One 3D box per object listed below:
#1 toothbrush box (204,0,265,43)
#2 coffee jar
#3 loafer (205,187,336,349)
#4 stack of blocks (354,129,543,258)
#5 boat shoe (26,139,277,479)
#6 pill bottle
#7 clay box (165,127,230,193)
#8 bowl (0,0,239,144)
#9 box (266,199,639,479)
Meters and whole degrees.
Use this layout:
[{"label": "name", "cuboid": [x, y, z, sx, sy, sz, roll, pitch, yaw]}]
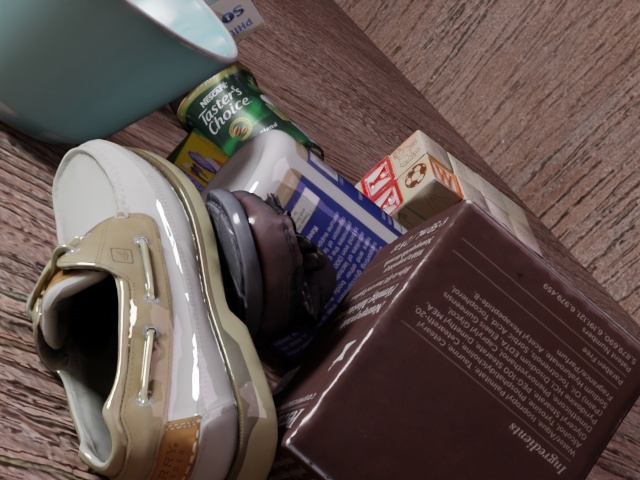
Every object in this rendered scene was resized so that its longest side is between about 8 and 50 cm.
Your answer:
[{"label": "toothbrush box", "cuboid": [-0.201, -0.349, 1.759, 0.295, 0.126, 0.216, 54, 4, -36]}, {"label": "coffee jar", "cuboid": [-0.085, -0.123, 1.777, 0.184, 0.096, 0.079, 48, 10, 30]}, {"label": "loafer", "cuboid": [-0.031, 0.021, 1.155, 0.302, 0.095, 0.109, 120, -43, -76]}, {"label": "stack of blocks", "cuboid": [0.153, 0.034, 1.762, 0.297, 0.171, 0.087, 35, 25, -31]}, {"label": "boat shoe", "cuboid": [-0.125, 0.035, 1.028, 0.103, 0.113, 0.302, 6, 34, -32]}, {"label": "pill bottle", "cuboid": [0.015, 0.041, 1.381, 0.265, 0.153, 0.153, 38, 13, -16]}, {"label": "clay box", "cuboid": [-0.094, -0.036, 1.547, 0.127, 0.053, 0.222, 40, 13, -9]}, {"label": "bowl", "cuboid": [-0.239, -0.200, 1.408, 0.311, 0.163, 0.311, 40, 13, -11]}, {"label": "box", "cuboid": [0.073, 0.113, 1.061, 0.167, 0.203, 0.168, 41, -22, -6]}]
